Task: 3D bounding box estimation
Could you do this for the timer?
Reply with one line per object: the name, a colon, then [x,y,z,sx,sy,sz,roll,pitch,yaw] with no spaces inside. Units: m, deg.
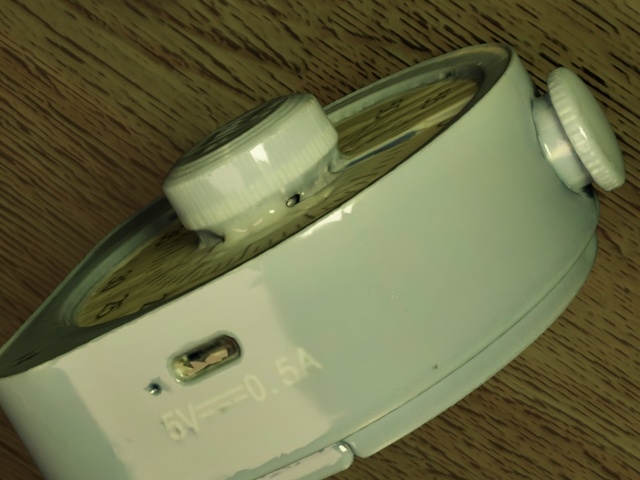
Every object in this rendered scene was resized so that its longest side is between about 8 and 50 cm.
timer: [0.000,0.000,1.175,0.395,0.395,0.173,-22,103,38]
